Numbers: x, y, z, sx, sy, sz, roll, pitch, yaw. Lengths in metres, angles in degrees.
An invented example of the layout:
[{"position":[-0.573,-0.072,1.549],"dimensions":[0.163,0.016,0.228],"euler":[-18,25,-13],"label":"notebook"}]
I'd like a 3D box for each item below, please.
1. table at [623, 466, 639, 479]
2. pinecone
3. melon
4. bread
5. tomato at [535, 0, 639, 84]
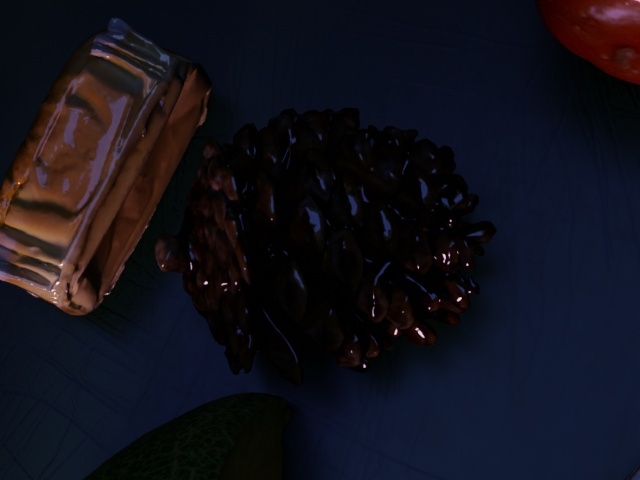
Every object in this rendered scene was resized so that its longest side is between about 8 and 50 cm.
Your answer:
[{"position":[0.276,0.220,1.261],"dimensions":[0.126,0.220,0.126],"euler":[-1,79,7],"label":"table"},{"position":[0.000,0.000,1.357],"dimensions":[0.272,0.224,0.224],"euler":[-10,76,-18],"label":"pinecone"},{"position":[-0.125,0.266,1.260],"dimensions":[0.331,0.343,0.226],"euler":[-39,80,-3],"label":"melon"},{"position":[-0.192,-0.061,1.436],"dimensions":[0.107,0.136,0.241],"euler":[27,85,13],"label":"bread"},{"position":[0.320,-0.262,1.306],"dimensions":[0.289,0.325,0.293],"euler":[20,71,-14],"label":"tomato"}]
